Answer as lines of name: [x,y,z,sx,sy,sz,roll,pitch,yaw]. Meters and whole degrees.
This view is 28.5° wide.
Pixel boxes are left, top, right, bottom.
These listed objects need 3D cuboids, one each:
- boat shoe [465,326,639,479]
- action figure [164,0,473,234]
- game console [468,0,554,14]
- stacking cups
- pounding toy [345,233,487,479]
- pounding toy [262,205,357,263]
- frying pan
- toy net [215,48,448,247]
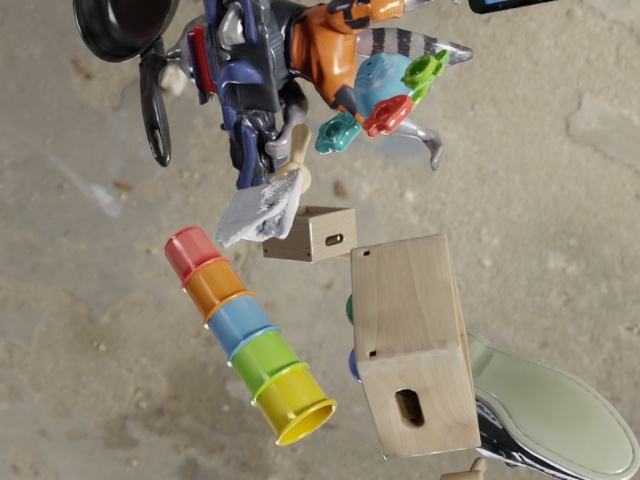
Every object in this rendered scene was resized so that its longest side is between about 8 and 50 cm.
boat shoe: [0.222,0.212,1.515,0.340,0.127,0.113,25,138,23]
action figure: [-0.012,-0.171,1.403,0.330,0.178,0.341,12,126,16]
game console: [0.211,-0.311,1.265,0.144,0.085,0.124,-10,139,5]
stacking cups: [-0.099,0.112,1.651,0.316,0.096,0.096,56,145,19]
pounding toy: [0.079,0.134,1.019,0.094,0.206,0.181,-9,134,8]
pounding toy: [0.000,0.000,2.036,0.130,0.141,0.100,5,103,42]
frying pan: [-0.192,-0.261,1.454,0.197,0.053,0.326,-53,56,28]
toy net: [0.013,-0.067,1.024,0.045,0.232,0.122,48,169,-31]
